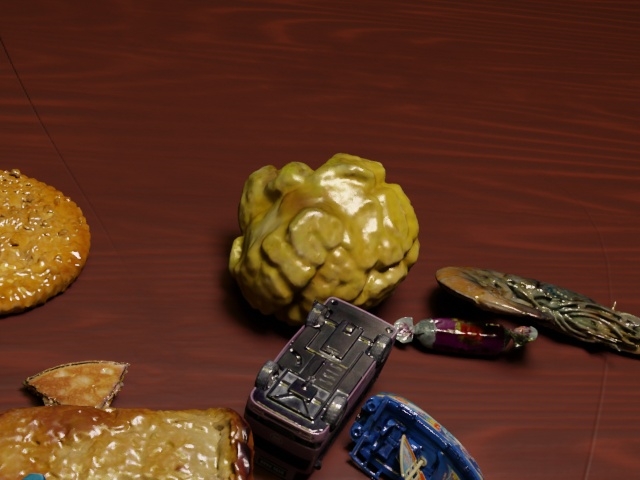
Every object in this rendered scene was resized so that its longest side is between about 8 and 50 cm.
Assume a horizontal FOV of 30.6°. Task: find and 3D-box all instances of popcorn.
[{"bbox_3d":[0.000,0.000,1.367,0.200,0.226,0.203,36,-13,-27],"label":"popcorn"}]

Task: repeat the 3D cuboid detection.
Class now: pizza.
[{"bbox_3d":[-0.254,0.155,1.193,0.099,0.029,0.100,10,36,6],"label":"pizza"}]

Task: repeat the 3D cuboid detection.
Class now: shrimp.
[{"bbox_3d":[0.278,0.087,1.388,0.296,0.058,0.169,17,12,4],"label":"shrimp"}]

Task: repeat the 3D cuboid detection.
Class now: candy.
[{"bbox_3d":[0.169,0.112,1.371,0.175,0.043,0.045,5,36,-6],"label":"candy"}]

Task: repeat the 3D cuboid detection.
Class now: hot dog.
[{"bbox_3d":[-0.190,0.223,1.063,0.259,0.114,0.175,1,45,-3],"label":"hot dog"}]

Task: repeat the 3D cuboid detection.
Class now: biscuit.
[{"bbox_3d":[-0.387,-0.007,1.334,0.254,0.035,0.254,10,38,-8],"label":"biscuit"}]

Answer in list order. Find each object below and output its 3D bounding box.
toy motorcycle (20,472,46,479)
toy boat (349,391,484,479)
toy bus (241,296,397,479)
[{"bbox_3d":[-0.180,0.275,0.886,0.327,0.191,0.200,8,38,3],"label":"toy motorcycle"},{"bbox_3d":[0.097,0.231,1.162,0.175,0.091,0.110,35,23,15],"label":"toy boat"},{"bbox_3d":[-0.003,0.151,1.213,0.096,0.108,0.199,26,39,13],"label":"toy bus"}]
